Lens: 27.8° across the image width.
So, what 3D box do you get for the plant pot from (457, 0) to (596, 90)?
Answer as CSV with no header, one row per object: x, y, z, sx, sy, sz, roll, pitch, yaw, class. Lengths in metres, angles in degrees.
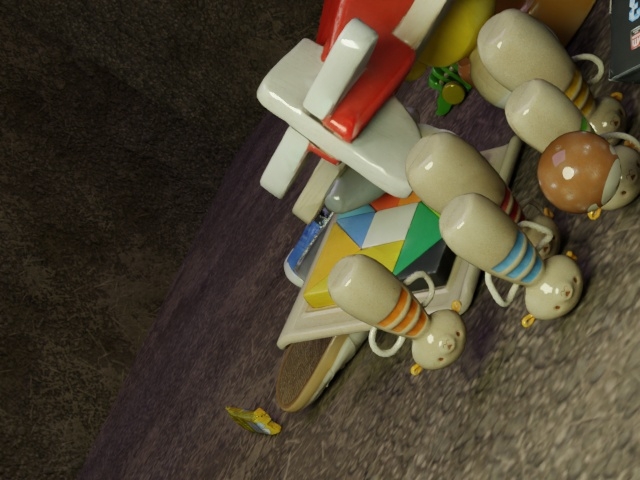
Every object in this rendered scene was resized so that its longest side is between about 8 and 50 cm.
0.175,-0.282,1.388,0.205,0.188,0.205,-54,11,15,plant pot

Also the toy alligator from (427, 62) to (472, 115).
0.182,-0.226,1.566,0.190,0.051,0.056,-49,14,39,toy alligator

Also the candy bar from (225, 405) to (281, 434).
-0.082,0.212,1.529,0.018,0.040,0.161,-50,9,-15,candy bar

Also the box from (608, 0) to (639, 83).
0.288,-0.277,0.853,0.295,0.073,0.294,152,119,-72,box

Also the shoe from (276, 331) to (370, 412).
0.026,0.096,1.360,0.219,0.058,0.076,-58,30,18,shoe

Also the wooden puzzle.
0.072,-0.002,1.248,0.238,0.044,0.221,-17,36,39,wooden puzzle

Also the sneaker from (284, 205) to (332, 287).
-0.001,0.000,1.727,0.085,0.058,0.152,-61,1,29,sneaker

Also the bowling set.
0.157,-0.015,0.921,0.287,0.154,0.200,-57,29,-4,bowling set

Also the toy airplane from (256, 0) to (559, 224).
0.091,-0.177,1.132,0.386,0.272,0.385,-152,83,-77,toy airplane

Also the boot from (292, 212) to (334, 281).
0.039,-0.036,1.655,0.209,0.076,0.190,-63,8,8,boot
